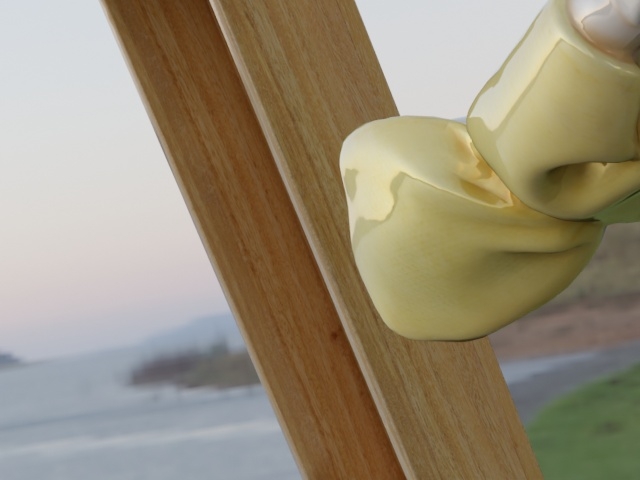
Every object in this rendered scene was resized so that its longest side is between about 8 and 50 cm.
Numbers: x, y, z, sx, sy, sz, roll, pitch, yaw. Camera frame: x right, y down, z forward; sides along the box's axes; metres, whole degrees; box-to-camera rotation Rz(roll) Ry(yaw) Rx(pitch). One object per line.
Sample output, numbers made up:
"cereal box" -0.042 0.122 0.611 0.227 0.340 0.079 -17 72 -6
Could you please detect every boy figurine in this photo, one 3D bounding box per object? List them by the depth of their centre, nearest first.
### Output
"boy figurine" 0.119 -0.060 0.612 0.177 0.092 0.285 -6 -24 -47

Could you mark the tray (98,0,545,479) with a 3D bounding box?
"tray" 0.000 0.000 1.031 0.076 0.411 0.203 -26 14 -18
